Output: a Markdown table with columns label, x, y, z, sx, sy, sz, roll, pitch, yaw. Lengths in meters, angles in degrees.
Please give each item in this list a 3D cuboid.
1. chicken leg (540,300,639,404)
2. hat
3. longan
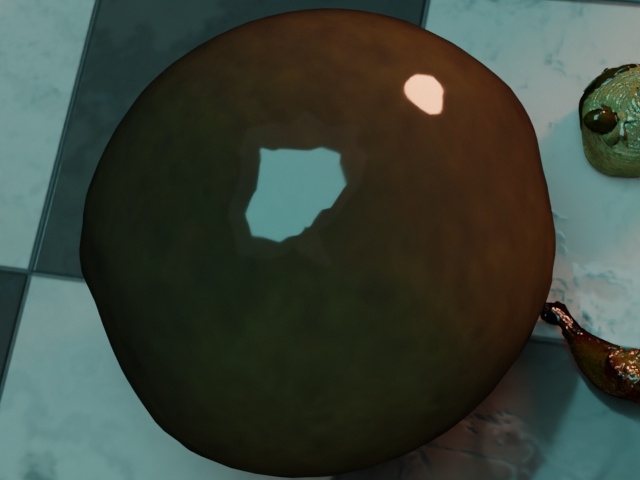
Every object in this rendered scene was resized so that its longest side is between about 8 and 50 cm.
| label | x | y | z | sx | sy | sz | roll | pitch | yaw |
| --- | --- | --- | --- | --- | --- | --- | --- | --- | --- |
| chicken leg | 0.204 | 0.079 | 1.165 | 0.145 | 0.037 | 0.062 | 17 | 54 | 17 |
| hat | 0.213 | -0.084 | 1.208 | 0.077 | 0.059 | 0.076 | -7 | 74 | 6 |
| longan | 0.003 | -0.001 | 1.115 | 0.297 | 0.297 | 0.297 | -4 | 70 | 12 |
